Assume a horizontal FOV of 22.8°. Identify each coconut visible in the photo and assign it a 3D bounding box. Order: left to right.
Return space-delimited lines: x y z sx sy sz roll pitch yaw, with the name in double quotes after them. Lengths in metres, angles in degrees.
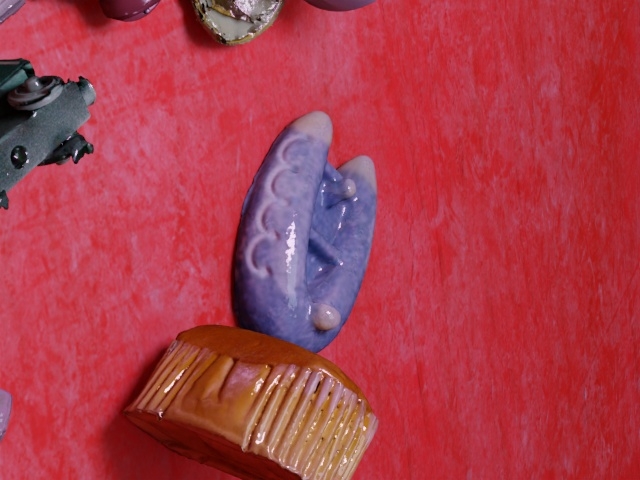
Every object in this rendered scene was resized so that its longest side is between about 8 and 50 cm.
-0.119 -0.303 1.971 0.158 0.055 0.133 45 59 -43 "coconut"

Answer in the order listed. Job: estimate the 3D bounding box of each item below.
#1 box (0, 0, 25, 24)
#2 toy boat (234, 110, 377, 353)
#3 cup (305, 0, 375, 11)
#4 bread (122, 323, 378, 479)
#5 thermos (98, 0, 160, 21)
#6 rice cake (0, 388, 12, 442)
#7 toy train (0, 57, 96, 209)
-0.400 -0.313 1.535 0.163 0.135 0.243 -53 132 -35 "box"
0.000 0.000 2.098 0.215 0.123 0.330 47 55 -46 "toy boat"
-0.009 -0.462 1.895 0.327 0.323 0.236 26 36 -53 "cup"
-0.078 0.196 1.873 0.204 0.288 0.156 50 59 -48 "bread"
-0.280 -0.355 1.709 0.330 0.110 0.136 54 51 -40 "thermos"
-0.438 0.117 1.578 0.365 0.056 0.072 42 60 -46 "rice cake"
-0.345 -0.094 1.607 0.269 0.154 0.115 -49 130 -38 "toy train"
